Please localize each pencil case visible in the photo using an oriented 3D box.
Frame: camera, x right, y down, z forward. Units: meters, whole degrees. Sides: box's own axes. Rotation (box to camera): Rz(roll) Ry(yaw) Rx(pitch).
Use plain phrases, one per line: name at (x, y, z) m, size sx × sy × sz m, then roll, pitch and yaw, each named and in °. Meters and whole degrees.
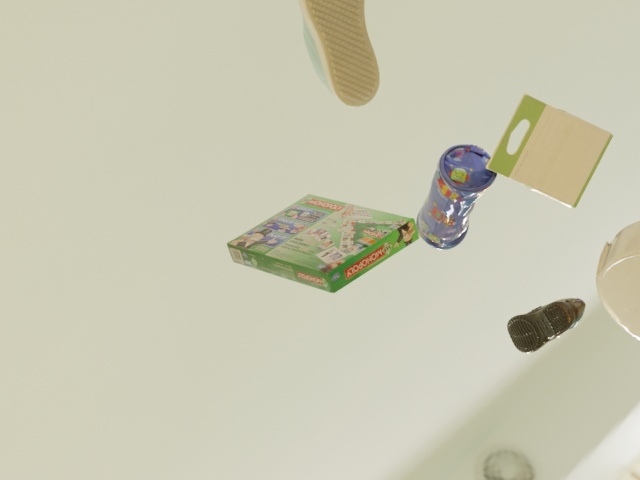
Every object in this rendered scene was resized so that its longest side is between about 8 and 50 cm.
pencil case at (0.287, -0.096, 2.714) m, size 0.133 × 0.119 × 0.306 m, roll -55°, pitch -8°, yaw -25°

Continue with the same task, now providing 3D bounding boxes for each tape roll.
tape roll at (0.623, 0.095, 1.977) m, size 0.392 × 0.392 × 0.072 m, roll 75°, pitch -145°, yaw -60°

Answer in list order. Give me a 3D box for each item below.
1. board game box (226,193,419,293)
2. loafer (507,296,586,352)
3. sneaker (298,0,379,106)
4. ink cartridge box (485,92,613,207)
board game box at (0.000, 0.000, 2.367) m, size 0.214 × 0.317 × 0.046 m, roll -31°, pitch -63°, yaw -29°
loafer at (0.451, 0.166, 2.519) m, size 0.078 × 0.080 × 0.220 m, roll -19°, pitch -6°, yaw -30°
sneaker at (0.007, -0.432, 2.382) m, size 0.135 × 0.150 × 0.365 m, roll -19°, pitch -64°, yaw -19°
ink cartridge box at (0.450, -0.183, 2.552) m, size 0.235 × 0.056 × 0.171 m, roll 22°, pitch -79°, yaw -24°
